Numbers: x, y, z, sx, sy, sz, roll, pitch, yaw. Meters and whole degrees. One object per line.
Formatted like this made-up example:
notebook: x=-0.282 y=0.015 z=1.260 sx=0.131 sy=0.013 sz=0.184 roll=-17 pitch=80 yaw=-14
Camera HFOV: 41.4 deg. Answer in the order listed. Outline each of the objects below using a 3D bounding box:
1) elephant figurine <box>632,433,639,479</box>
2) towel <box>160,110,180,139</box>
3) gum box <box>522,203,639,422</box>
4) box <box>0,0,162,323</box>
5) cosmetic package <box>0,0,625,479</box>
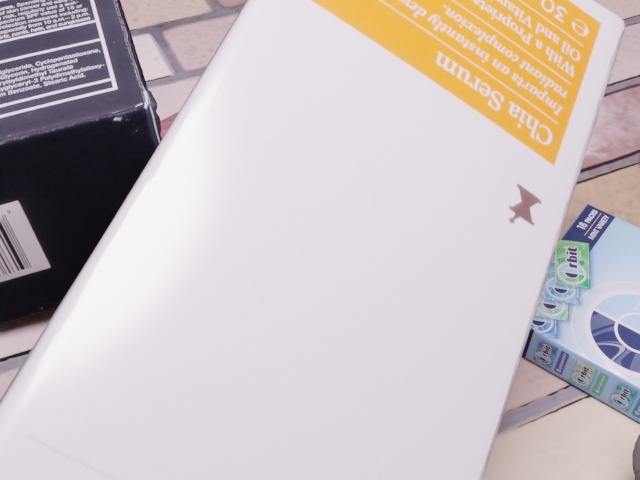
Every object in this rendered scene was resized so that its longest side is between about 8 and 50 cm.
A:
elephant figurine: x=0.319 y=0.173 z=0.490 sx=0.239 sy=0.169 sz=0.186 roll=13 pitch=77 yaw=0
towel: x=0.025 y=-0.116 z=0.836 sx=0.329 sy=0.037 sz=0.237 roll=-34 pitch=54 yaw=-31
gum box: x=0.259 y=0.065 z=0.670 sx=0.184 sy=0.041 sz=0.157 roll=29 pitch=53 yaw=24
box: x=-0.284 y=-0.092 z=0.683 sx=0.296 sy=0.183 sz=0.294 roll=-16 pitch=50 yaw=-9
cosmetic package: x=0.000 y=0.000 z=0.511 sx=0.230 sy=0.161 sz=0.453 roll=31 pitch=63 yaw=-12
